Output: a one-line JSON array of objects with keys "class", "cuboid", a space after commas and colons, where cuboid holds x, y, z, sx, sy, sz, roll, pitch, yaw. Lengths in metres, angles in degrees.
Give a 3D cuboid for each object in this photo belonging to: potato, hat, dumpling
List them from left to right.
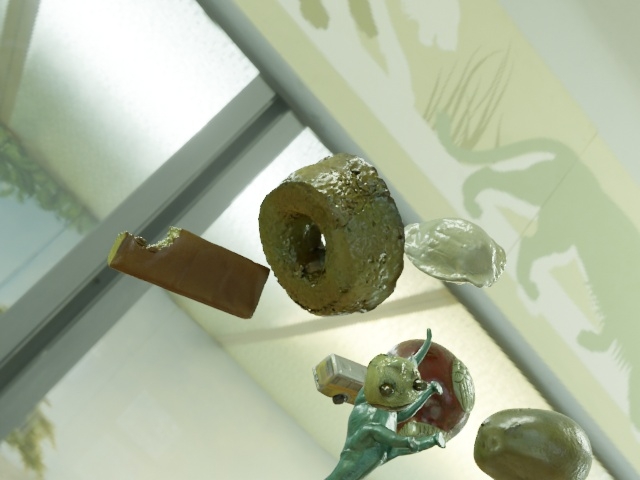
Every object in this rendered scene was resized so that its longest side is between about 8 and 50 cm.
[{"class": "hat", "cuboid": [0.102, 0.195, 1.091, 0.077, 0.076, 0.059, 18, -12, -22]}, {"class": "dumpling", "cuboid": [0.295, 0.034, 1.799, 0.252, 0.179, 0.131, 20, -45, 3]}, {"class": "potato", "cuboid": [0.363, 0.364, 1.377, 0.235, 0.178, 0.160, 24, 23, -26]}]

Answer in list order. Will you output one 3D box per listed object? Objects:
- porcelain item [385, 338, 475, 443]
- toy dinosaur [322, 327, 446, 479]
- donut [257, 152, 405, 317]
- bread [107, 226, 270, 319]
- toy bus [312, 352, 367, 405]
[{"class": "porcelain item", "cuboid": [0.219, 0.344, 1.804, 0.253, 0.253, 0.253, 33, -25, 18]}, {"class": "toy dinosaur", "cuboid": [0.055, 0.344, 1.471, 0.330, 0.383, 0.129, -26, -64, 25]}, {"class": "donut", "cuboid": [0.000, 0.000, 1.230, 0.272, 0.107, 0.272, 22, -60, 46]}, {"class": "bread", "cuboid": [-0.179, 0.036, 1.105, 0.226, 0.088, 0.049, 27, -6, -34]}, {"class": "toy bus", "cuboid": [0.102, 0.372, 2.052, 0.268, 0.092, 0.106, 26, -58, -33]}]
